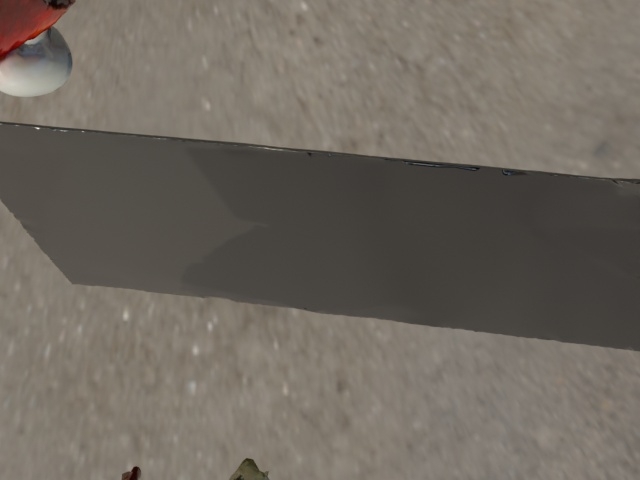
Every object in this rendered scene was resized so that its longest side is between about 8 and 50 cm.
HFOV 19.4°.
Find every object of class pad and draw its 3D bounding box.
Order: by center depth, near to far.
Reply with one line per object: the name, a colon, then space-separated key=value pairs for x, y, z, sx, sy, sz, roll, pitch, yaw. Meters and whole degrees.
pad: x=0.000 y=0.000 z=1.003 sx=0.367 sy=0.247 sz=0.007 roll=6 pitch=70 yaw=15

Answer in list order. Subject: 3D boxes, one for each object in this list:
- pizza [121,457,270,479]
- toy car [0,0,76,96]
pizza: x=-0.021 y=0.242 z=0.845 sx=0.130 sy=0.440 sz=0.406 roll=-12 pitch=149 yaw=-19
toy car: x=-0.115 y=-0.042 z=0.357 sx=0.112 sy=0.139 sz=0.112 roll=29 pitch=118 yaw=15
